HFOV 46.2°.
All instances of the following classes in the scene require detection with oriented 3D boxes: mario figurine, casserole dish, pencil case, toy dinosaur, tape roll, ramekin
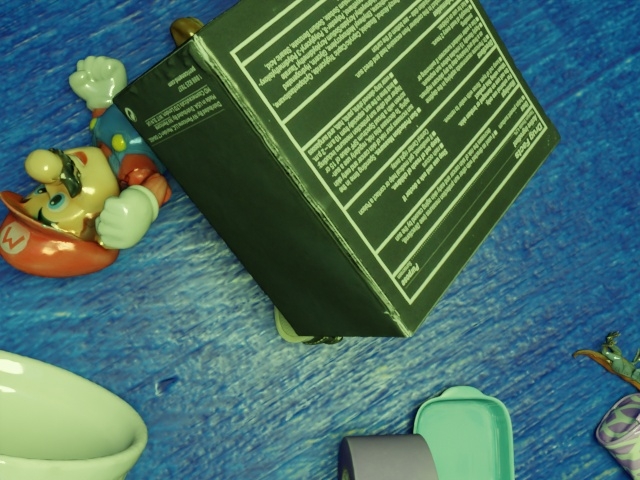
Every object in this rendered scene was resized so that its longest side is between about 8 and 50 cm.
[{"bbox_3d":[-0.209,-0.102,0.760,0.170,0.198,0.320,43,78,-15],"label":"mario figurine"},{"bbox_3d":[0.156,0.256,0.838,0.114,0.037,0.188,0,85,-7],"label":"casserole dish"},{"bbox_3d":[0.406,0.262,0.836,0.206,0.088,0.086,41,81,0],"label":"pencil case"},{"bbox_3d":[0.355,0.148,0.875,0.090,0.047,0.082,-22,98,26],"label":"toy dinosaur"},{"bbox_3d":[0.066,0.291,0.751,0.080,0.189,0.188,0,85,-5],"label":"tape roll"},{"bbox_3d":[-0.312,0.202,0.687,0.277,0.277,0.135,19,91,-4],"label":"ramekin"}]

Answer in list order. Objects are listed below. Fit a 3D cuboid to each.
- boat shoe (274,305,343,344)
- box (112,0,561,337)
[{"bbox_3d":[0.000,0.000,0.837,0.079,0.084,0.233,14,74,-42],"label":"boat shoe"},{"bbox_3d":[0.028,-0.111,0.703,0.296,0.183,0.294,-47,110,-30],"label":"box"}]
